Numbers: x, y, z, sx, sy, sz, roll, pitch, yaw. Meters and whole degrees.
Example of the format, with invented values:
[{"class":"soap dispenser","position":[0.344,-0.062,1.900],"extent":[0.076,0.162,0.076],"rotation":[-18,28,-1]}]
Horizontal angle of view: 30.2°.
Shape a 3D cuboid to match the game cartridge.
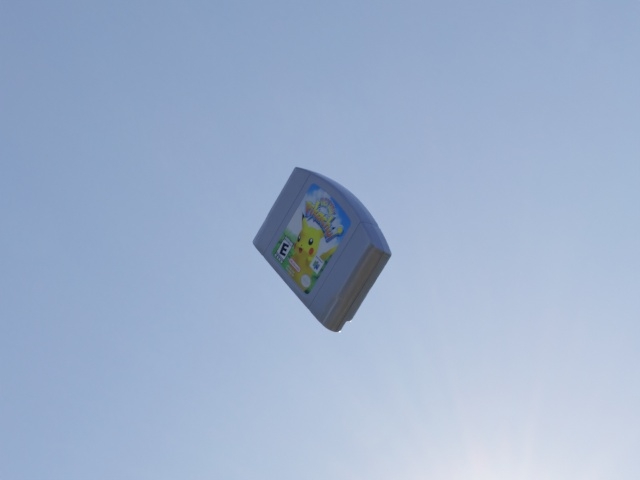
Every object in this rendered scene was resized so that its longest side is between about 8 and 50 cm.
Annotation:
[{"class":"game cartridge","position":[0.000,0.000,0.587],"extent":[0.017,0.083,0.056],"rotation":[21,-73,-42]}]
